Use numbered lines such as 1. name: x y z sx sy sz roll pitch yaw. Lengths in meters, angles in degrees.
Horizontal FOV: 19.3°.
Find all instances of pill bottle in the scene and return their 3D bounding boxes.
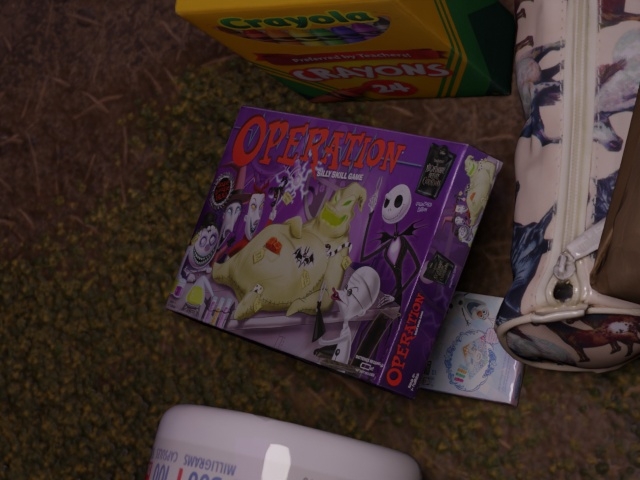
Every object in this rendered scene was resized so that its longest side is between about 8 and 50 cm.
1. pill bottle: -0.065 0.353 1.537 0.229 0.229 0.408 8 80 28

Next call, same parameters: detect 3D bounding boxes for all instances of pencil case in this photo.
1. pencil case: 0.225 -0.104 1.538 0.160 0.183 0.410 0 75 9

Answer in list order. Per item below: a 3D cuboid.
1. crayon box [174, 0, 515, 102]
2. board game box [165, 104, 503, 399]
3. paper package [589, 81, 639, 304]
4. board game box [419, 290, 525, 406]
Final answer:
1. crayon box: 0.017 -0.199 1.591 0.202 0.318 0.081 0 77 27
2. board game box: 0.000 0.000 1.622 0.347 0.056 0.208 14 78 55
3. paper package: 0.394 -0.071 1.372 0.325 0.168 0.309 15 84 -7
4. board game box: 0.135 0.092 1.625 0.090 0.020 0.090 8 80 29
